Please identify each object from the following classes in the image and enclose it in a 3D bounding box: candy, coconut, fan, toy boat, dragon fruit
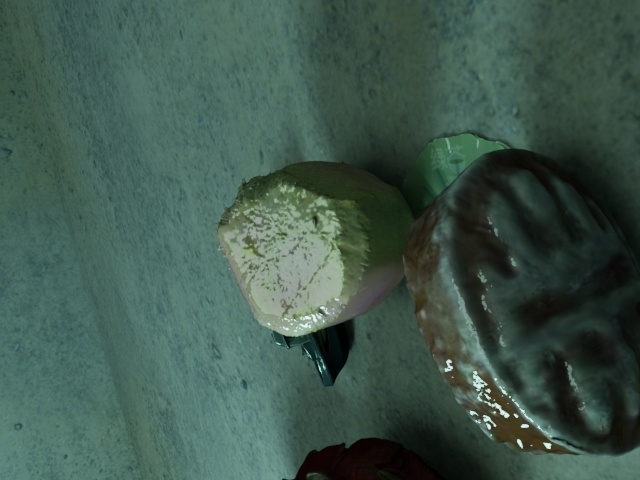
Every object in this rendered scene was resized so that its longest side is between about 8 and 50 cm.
[{"bbox_3d":[0.199,0.062,0.635,0.289,0.214,0.157,67,153,7],"label":"candy"},{"bbox_3d":[0.000,0.000,0.881,0.233,0.245,0.233,2,96,24],"label":"coconut"},{"bbox_3d":[0.170,-0.063,0.805,0.240,0.009,0.131,-2,102,57],"label":"fan"},{"bbox_3d":[-0.037,0.105,1.092,0.114,0.122,0.296,-174,63,-82],"label":"toy boat"},{"bbox_3d":[0.072,0.441,0.930,0.329,0.329,0.329,31,130,45],"label":"dragon fruit"}]
